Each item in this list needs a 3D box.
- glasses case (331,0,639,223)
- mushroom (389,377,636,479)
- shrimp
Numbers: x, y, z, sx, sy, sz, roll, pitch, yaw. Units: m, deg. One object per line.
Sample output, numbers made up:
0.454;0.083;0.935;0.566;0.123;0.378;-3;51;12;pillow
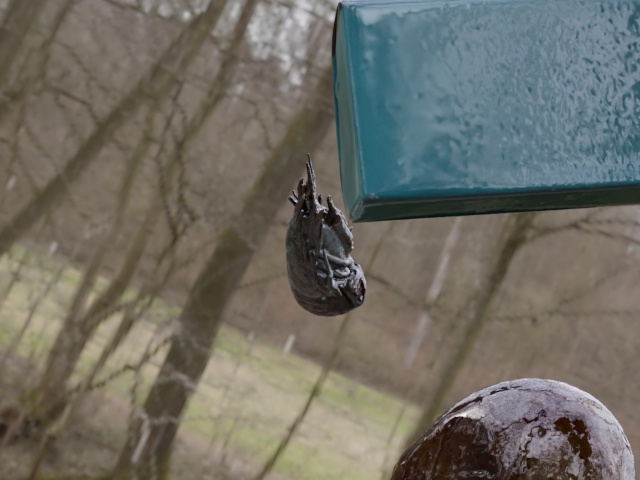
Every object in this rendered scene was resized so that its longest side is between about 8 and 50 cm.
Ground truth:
0.159;-0.073;0.741;0.301;0.117;0.070;-3;-15;-7;glasses case
0.228;0.337;1.720;0.239;0.345;0.345;16;-2;-26;mushroom
0.000;0.000;1.363;0.079;0.090;0.233;-10;-42;0;shrimp
